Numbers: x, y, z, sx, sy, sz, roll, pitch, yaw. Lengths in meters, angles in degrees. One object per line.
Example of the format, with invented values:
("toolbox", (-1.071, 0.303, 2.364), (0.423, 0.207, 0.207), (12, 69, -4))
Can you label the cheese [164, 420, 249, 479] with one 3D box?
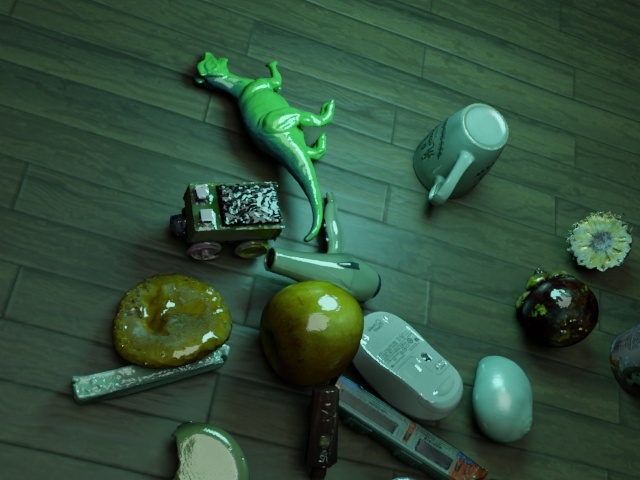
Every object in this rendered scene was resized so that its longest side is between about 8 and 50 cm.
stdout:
("cheese", (-0.237, 0.465, 1.687), (0.175, 0.091, 0.202), (-11, 71, -24))

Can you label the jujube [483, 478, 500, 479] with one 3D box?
("jujube", (0.355, 0.642, 1.789), (0.174, 0.174, 0.250), (36, 54, -3))

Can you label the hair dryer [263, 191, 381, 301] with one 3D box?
("hair dryer", (-0.019, 0.018, 1.936), (0.296, 0.119, 0.298), (-4, 61, -44))

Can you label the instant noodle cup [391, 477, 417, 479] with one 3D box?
("instant noodle cup", (0.172, 0.579, 1.732), (0.178, 0.125, 0.208), (15, 40, 9))

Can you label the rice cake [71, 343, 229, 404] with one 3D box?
("rice cake", (-0.351, 0.277, 1.739), (0.337, 0.066, 0.062), (-10, 71, -25))

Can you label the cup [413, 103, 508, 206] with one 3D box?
("cup", (0.357, -0.209, 2.121), (0.186, 0.234, 0.258), (29, 63, -6))

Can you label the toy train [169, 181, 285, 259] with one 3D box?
("toy train", (-0.203, -0.042, 1.869), (0.261, 0.177, 0.134), (-2, 68, -22))

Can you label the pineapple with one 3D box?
("pineapple", (0.753, -0.004, 2.246), (0.176, 0.137, 0.161), (-32, 92, 11))

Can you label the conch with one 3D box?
("conch", (0.445, 0.374, 1.980), (0.185, 0.121, 0.221), (32, 50, -39))

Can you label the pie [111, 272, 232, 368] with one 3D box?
("pie", (-0.317, 0.171, 1.765), (0.274, 0.069, 0.273), (7, 40, -6))

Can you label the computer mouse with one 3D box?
("computer mouse", (0.190, 0.298, 1.905), (0.297, 0.121, 0.184), (36, 47, 14))

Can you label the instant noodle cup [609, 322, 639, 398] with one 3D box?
("instant noodle cup", (0.884, 0.290, 2.100), (0.243, 0.231, 0.242), (8, 65, -17))

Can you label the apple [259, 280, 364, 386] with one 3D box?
("apple", (-0.015, 0.200, 1.804), (0.208, 0.237, 0.236), (-14, 73, -25))

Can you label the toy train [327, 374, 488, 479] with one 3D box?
("toy train", (0.185, 0.443, 1.855), (0.409, 0.086, 0.089), (34, 68, -4))

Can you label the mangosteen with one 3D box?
("mangosteen", (0.592, 0.162, 2.093), (0.192, 0.192, 0.217), (4, 35, -19))

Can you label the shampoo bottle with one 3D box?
("shampoo bottle", (0.000, 0.429, 1.764), (0.068, 0.067, 0.236), (5, 93, 16))

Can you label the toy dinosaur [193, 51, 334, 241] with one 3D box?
("toy dinosaur", (-0.149, -0.249, 1.980), (0.375, 0.144, 0.499), (16, 50, -11))
